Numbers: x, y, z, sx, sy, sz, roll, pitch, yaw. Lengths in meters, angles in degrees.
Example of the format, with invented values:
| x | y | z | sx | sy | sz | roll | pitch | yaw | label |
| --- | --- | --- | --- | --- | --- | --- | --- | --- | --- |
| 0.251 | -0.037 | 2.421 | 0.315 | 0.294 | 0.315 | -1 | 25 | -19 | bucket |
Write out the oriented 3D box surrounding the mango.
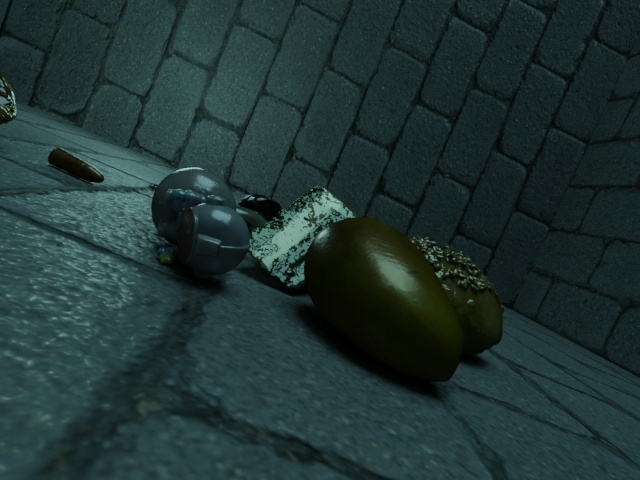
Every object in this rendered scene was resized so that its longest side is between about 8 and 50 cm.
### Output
| x | y | z | sx | sy | sz | roll | pitch | yaw | label |
| --- | --- | --- | --- | --- | --- | --- | --- | --- | --- |
| 0.088 | 0.078 | 0.691 | 0.211 | 0.173 | 0.317 | 27 | 14 | -31 | mango |

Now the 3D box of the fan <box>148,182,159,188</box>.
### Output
| x | y | z | sx | sy | sz | roll | pitch | yaw | label |
| --- | --- | --- | --- | --- | --- | --- | --- | --- | --- |
| -0.466 | -0.148 | 1.563 | 0.226 | 0.008 | 0.152 | 21 | 4 | -16 | fan |

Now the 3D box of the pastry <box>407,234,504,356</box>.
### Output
| x | y | z | sx | sy | sz | roll | pitch | yaw | label |
| --- | --- | --- | --- | --- | --- | --- | --- | --- | --- |
| 0.241 | 0.100 | 0.963 | 0.315 | 0.184 | 0.284 | 23 | 10 | -12 | pastry |

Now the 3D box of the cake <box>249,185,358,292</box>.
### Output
| x | y | z | sx | sy | sz | roll | pitch | yaw | label |
| --- | --- | --- | --- | --- | --- | --- | --- | --- | --- |
| -0.023 | -0.011 | 0.926 | 0.158 | 0.172 | 0.283 | 38 | 10 | 11 | cake |

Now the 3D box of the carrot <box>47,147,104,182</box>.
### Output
| x | y | z | sx | sy | sz | roll | pitch | yaw | label |
| --- | --- | --- | --- | --- | --- | --- | --- | --- | --- |
| -0.563 | -0.170 | 1.077 | 0.139 | 0.048 | 0.048 | 25 | 5 | 11 | carrot |

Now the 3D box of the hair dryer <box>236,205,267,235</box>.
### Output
| x | y | z | sx | sy | sz | roll | pitch | yaw | label |
| --- | --- | --- | --- | --- | --- | --- | --- | --- | --- |
| -0.116 | 0.012 | 1.120 | 0.225 | 0.088 | 0.219 | 41 | 9 | 30 | hair dryer |

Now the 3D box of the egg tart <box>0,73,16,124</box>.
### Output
| x | y | z | sx | sy | sz | roll | pitch | yaw | label |
| --- | --- | --- | --- | --- | --- | --- | --- | --- | --- |
| -0.809 | -0.350 | 0.935 | 0.351 | 0.153 | 0.339 | 37 | 8 | -46 | egg tart |

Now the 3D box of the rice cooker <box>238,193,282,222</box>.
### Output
| x | y | z | sx | sy | sz | roll | pitch | yaw | label |
| --- | --- | --- | --- | --- | --- | --- | --- | --- | --- |
| -0.219 | -0.108 | 1.689 | 0.165 | 0.112 | 0.106 | 20 | 0 | -38 | rice cooker |

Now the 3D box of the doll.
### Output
| x | y | z | sx | sy | sz | roll | pitch | yaw | label |
| --- | --- | --- | --- | --- | --- | --- | --- | --- | --- |
| -0.186 | -0.028 | 0.732 | 0.150 | 0.151 | 0.287 | 21 | 9 | -29 | doll |
